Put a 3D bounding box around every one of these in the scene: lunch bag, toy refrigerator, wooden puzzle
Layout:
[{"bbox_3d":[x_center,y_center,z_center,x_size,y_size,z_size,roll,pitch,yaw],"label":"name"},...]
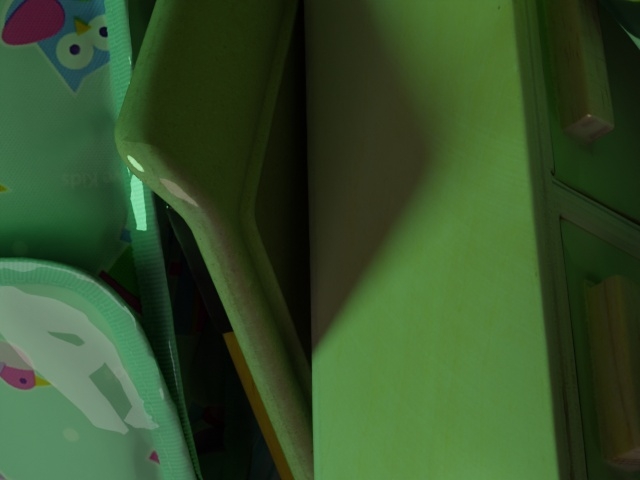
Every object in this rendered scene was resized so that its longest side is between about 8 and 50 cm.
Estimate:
[{"bbox_3d":[-0.140,-0.001,0.596,0.223,0.262,0.160,-6,173,11],"label":"lunch bag"},{"bbox_3d":[0.063,-0.012,0.522,0.102,0.269,0.094,25,141,-36],"label":"toy refrigerator"},{"bbox_3d":[0.000,0.000,0.603,0.044,0.221,0.238,-13,126,17],"label":"wooden puzzle"}]

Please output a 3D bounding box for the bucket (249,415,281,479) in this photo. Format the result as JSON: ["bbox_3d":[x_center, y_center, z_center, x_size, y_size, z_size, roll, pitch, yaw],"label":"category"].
[{"bbox_3d":[-0.068,0.121,0.768,0.281,0.183,0.281,12,135,12],"label":"bucket"}]

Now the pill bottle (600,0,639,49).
[{"bbox_3d":[0.067,-0.208,0.410,0.188,0.188,0.334,-25,118,37],"label":"pill bottle"}]
